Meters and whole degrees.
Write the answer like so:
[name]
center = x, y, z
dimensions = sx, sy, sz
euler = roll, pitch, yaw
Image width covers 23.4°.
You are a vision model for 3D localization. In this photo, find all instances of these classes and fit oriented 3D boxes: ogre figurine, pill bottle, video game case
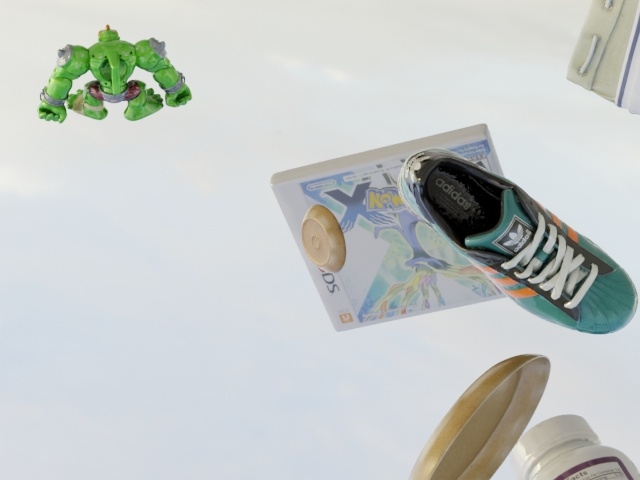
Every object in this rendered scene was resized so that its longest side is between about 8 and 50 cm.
[ogre figurine]
center = -0.269, -0.212, 2.019
dimensions = 0.197, 0.118, 0.097
euler = 8, -132, 1
[pill bottle]
center = 0.368, 0.378, 2.030
dimensions = 0.169, 0.169, 0.301
euler = 5, -143, -30
[video game case]
center = 0.128, -0.011, 2.287
dimensions = 0.329, 0.300, 0.036
euler = -13, -145, 15

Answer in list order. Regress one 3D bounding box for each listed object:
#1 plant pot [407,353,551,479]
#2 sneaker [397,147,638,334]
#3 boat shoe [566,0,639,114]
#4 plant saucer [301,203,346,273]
[plant pot]
center = 0.159, 0.210, 1.624
dimensions = 0.032, 0.236, 0.236
euler = 36, -157, 23
[sneaker]
center = 0.211, 0.007, 1.652
dimensions = 0.302, 0.108, 0.121
euler = 33, -177, -1
[boat shoe]
center = 0.265, -0.230, 1.290
dimensions = 0.094, 0.302, 0.109
euler = 15, -136, 13
[plant saucer]
center = 0.000, 0.000, 1.786
dimensions = 0.015, 0.083, 0.083
euler = -18, -149, -31
